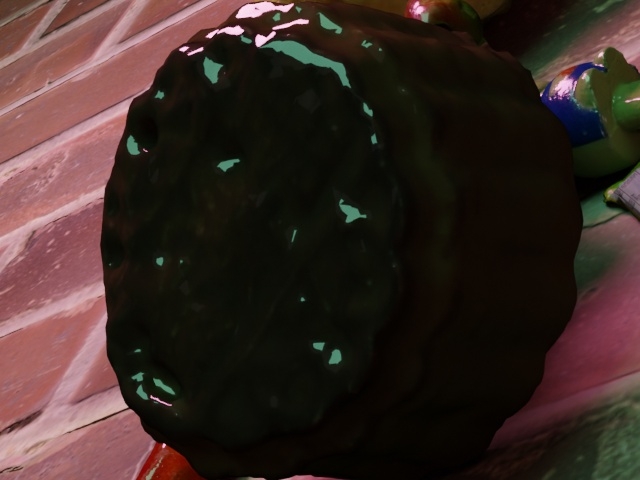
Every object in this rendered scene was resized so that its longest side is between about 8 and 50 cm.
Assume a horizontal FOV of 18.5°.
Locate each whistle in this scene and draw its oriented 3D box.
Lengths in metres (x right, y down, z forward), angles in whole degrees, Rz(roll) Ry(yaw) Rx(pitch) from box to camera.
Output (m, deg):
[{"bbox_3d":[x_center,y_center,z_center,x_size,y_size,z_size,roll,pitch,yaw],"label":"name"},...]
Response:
[{"bbox_3d":[0.203,-0.093,1.500,0.227,0.085,0.105,-17,23,41],"label":"whistle"}]

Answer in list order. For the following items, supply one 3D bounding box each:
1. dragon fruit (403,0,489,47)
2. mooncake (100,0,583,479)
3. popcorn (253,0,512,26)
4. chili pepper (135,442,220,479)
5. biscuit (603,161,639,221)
[{"bbox_3d":[0.050,-0.060,1.511,0.268,0.130,0.295,104,-178,-49],"label":"dragon fruit"},{"bbox_3d":[0.000,0.001,1.286,0.324,0.324,0.187,-19,-17,39],"label":"mooncake"},{"bbox_3d":[0.081,-0.279,1.905,0.292,0.294,0.334,8,28,-5],"label":"popcorn"},{"bbox_3d":[-0.111,0.182,1.459,0.063,0.071,0.272,16,50,15],"label":"chili pepper"},{"bbox_3d":[0.250,-0.006,1.327,0.048,0.026,0.292,-40,20,4],"label":"biscuit"}]
